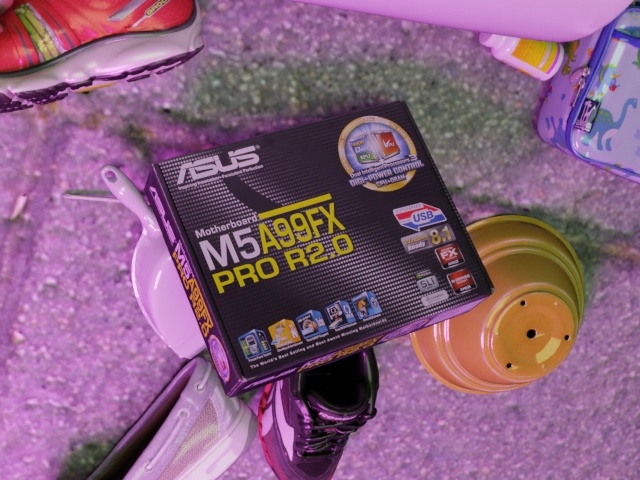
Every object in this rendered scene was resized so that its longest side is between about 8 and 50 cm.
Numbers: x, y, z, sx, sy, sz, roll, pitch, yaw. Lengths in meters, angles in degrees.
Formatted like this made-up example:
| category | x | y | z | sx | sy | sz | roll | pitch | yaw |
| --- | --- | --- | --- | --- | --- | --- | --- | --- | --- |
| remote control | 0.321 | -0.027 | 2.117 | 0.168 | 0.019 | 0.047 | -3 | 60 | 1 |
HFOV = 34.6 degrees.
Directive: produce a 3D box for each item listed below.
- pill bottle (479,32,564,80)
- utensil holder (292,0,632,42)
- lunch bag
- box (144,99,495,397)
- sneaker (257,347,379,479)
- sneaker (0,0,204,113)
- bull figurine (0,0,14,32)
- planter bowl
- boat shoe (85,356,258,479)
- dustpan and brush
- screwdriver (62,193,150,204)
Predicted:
| category | x | y | z | sx | sy | sz | roll | pitch | yaw |
| --- | --- | --- | --- | --- | --- | --- | --- | --- | --- |
| pill bottle | 0.205 | -0.199 | 1.056 | 0.083 | 0.043 | 0.043 | 22 | 100 | -22 |
| utensil holder | 0.059 | -0.340 | 0.821 | 0.385 | 0.327 | 0.328 | 5 | 106 | -21 |
| lunch bag | 0.352 | -0.150 | 1.094 | 0.219 | 0.090 | 0.176 | 19 | 98 | -22 |
| box | 0.000 | 0.000 | 0.960 | 0.270 | 0.060 | 0.216 | -16 | 74 | -24 |
| sneaker | -0.003 | 0.168 | 1.052 | 0.097 | 0.135 | 0.276 | -4 | 120 | -18 |
| sneaker | -0.246 | -0.185 | 0.911 | 0.279 | 0.107 | 0.118 | -16 | 93 | -15 |
| bull figurine | -0.349 | -0.282 | 0.767 | 0.310 | 0.188 | 0.101 | 41 | 75 | -13 |
| planter bowl | 0.213 | 0.088 | 1.126 | 0.217 | 0.090 | 0.217 | -5 | 109 | -16 |
| boat shoe | -0.212 | 0.253 | 1.042 | 0.320 | 0.118 | 0.103 | -39 | 108 | -6 |
| dustpan and brush | -0.142 | 0.006 | 1.002 | 0.147 | 0.060 | 0.211 | -38 | 133 | 0 |
| screwdriver | -0.165 | -0.036 | 1.008 | 0.170 | 0.025 | 0.024 | 3 | 106 | -19 |
